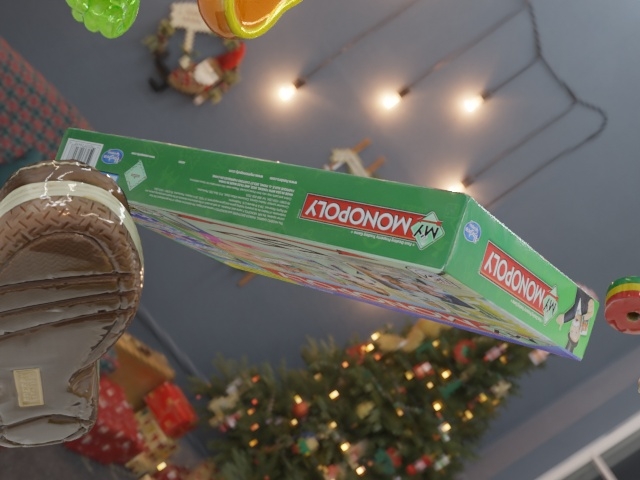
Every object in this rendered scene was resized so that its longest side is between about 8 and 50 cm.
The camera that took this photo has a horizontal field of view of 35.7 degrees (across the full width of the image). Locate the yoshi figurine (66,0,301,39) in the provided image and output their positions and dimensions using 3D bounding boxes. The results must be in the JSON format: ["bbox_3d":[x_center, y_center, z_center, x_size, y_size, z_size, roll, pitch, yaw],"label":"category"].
[{"bbox_3d":[-0.182,-0.279,0.756,0.362,0.204,0.203,34,8,33],"label":"yoshi figurine"}]

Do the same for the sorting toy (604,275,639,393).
[{"bbox_3d":[0.357,0.118,0.818,0.132,0.274,0.046,99,7,-48],"label":"sorting toy"}]

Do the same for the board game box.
[{"bbox_3d":[0.000,0.000,0.667,0.317,0.046,0.213,13,-11,37],"label":"board game box"}]

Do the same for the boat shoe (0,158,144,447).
[{"bbox_3d":[-0.157,0.025,0.543,0.257,0.095,0.095,122,-38,-51],"label":"boat shoe"}]
